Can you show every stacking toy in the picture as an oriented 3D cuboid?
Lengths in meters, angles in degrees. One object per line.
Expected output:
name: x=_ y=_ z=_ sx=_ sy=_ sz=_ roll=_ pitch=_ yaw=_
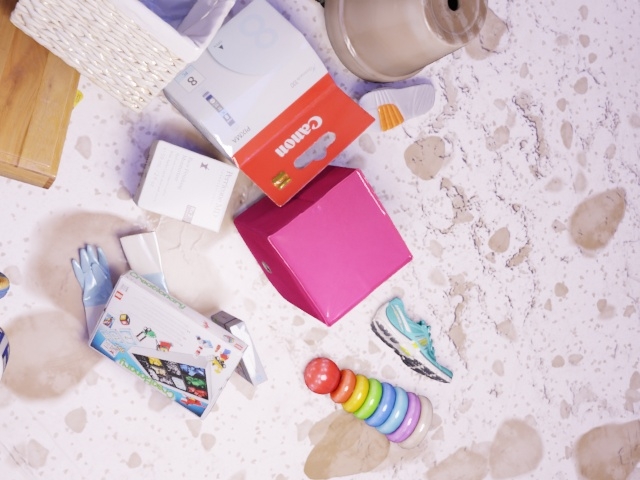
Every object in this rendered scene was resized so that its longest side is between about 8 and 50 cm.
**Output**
stacking toy: x=0.109 y=0.385 z=1.799 sx=0.330 sy=0.141 sz=0.141 roll=29 pitch=84 yaw=-15

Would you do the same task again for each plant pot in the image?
plant pot: x=0.215 y=-0.527 z=1.662 sx=0.323 sy=0.280 sz=0.323 roll=-6 pitch=101 yaw=-31

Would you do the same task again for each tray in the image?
tray: x=-0.585 y=-0.323 z=1.440 sx=0.202 sy=0.076 sz=0.411 roll=18 pitch=62 yaw=-29

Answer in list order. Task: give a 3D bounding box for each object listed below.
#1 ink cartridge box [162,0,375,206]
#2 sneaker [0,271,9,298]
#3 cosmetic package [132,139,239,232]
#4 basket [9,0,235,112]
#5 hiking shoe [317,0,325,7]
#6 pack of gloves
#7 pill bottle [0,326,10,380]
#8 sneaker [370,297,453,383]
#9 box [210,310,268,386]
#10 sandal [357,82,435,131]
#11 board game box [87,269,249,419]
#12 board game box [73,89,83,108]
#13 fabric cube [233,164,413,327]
ink cartridge box: x=-0.115 y=-0.311 z=1.613 sx=0.308 sy=0.091 sz=0.385 roll=-43 pitch=77 yaw=-12
sneaker: x=-0.791 y=0.125 z=1.497 sx=0.296 sy=0.112 sz=0.131 roll=-2 pitch=110 yaw=-16
cosmetic package: x=-0.297 y=-0.121 z=1.609 sx=0.183 sy=0.151 sz=0.151 roll=18 pitch=92 yaw=-19
basket: x=-0.366 y=-0.492 z=1.445 sx=0.331 sy=0.266 sz=0.328 roll=35 pitch=49 yaw=-20
hiking shoe: x=-0.007 y=-0.601 z=1.715 sx=0.226 sy=0.086 sz=0.114 roll=-15 pitch=95 yaw=-18
pack of gloves: x=-0.439 y=0.106 z=1.644 sx=0.195 sy=0.046 sz=0.232 roll=-11 pitch=99 yaw=-3
pill bottle: x=-0.699 y=0.240 z=1.437 sx=0.153 sy=0.264 sz=0.153 roll=-1 pitch=93 yaw=-19
sneaker: x=0.250 y=0.259 z=1.855 sx=0.275 sy=0.107 sz=0.110 roll=47 pitch=69 yaw=-16
box: x=-0.186 y=0.240 z=1.654 sx=0.038 sy=0.186 sz=0.145 roll=-24 pitch=101 yaw=-18
sandal: x=0.175 y=-0.332 z=1.809 sx=0.265 sy=0.076 sz=0.102 roll=-19 pitch=115 yaw=-38
board game box: x=-0.329 y=0.224 z=1.568 sx=0.305 sy=0.053 sz=0.193 roll=32 pitch=110 yaw=3
board game box: x=-0.640 y=-0.349 z=1.544 sx=0.259 sy=0.039 sz=0.124 roll=41 pitch=81 yaw=-19
fabric cube: x=0.000 y=0.000 z=1.653 sx=0.259 sy=0.258 sz=0.254 roll=-37 pitch=111 yaw=-13
